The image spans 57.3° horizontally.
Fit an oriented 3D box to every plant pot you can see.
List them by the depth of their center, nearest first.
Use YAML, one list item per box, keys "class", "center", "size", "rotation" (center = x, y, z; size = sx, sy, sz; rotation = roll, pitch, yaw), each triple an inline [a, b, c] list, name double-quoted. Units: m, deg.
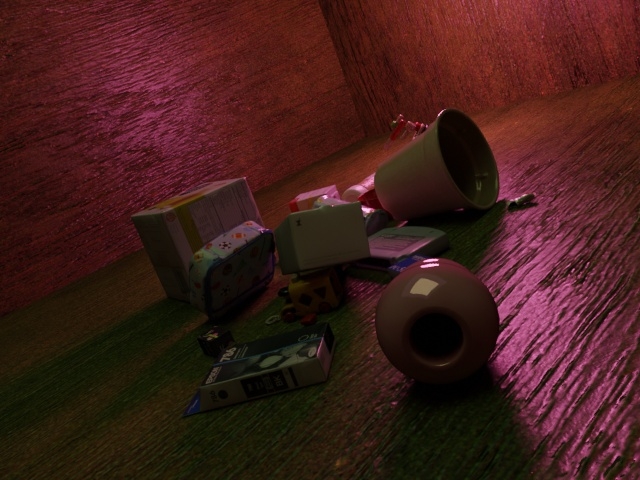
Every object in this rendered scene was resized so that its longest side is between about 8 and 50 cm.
- class: "plant pot"
  center: [0.355, -0.208, 1.896]
  size: [0.306, 0.333, 0.334]
  rotation: [-24, 9, 42]

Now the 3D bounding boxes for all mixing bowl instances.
- class: "mixing bowl"
  center: [0.236, -0.137, 2.143]
  size: [0.182, 0.098, 0.181]
  rotation: [-19, 15, 5]

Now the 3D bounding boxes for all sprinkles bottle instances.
- class: "sprinkles bottle"
  center: [0.230, -0.214, 2.378]
  size: [0.121, 0.121, 0.355]
  rotation: [-7, 20, 42]

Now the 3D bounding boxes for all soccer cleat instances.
- class: "soccer cleat"
  center: [0.588, -0.115, 1.721]
  size: [0.083, 0.029, 0.035]
  rotation: [-18, 23, 24]

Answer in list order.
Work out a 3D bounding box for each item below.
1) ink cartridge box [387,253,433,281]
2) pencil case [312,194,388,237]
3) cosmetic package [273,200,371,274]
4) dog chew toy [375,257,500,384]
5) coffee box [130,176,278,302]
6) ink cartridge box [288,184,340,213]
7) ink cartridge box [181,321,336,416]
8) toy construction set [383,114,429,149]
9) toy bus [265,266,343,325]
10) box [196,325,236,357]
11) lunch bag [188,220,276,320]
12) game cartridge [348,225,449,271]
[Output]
- class: "ink cartridge box"
  center: [0.255, 0.084, 1.423]
  size: [0.097, 0.046, 0.207]
  rotation: [-24, 14, -16]
- class: "pencil case"
  center: [0.094, -0.074, 1.953]
  size: [0.124, 0.113, 0.273]
  rotation: [4, 12, -43]
- class: "cosmetic package"
  center: [-0.008, 0.002, 1.632]
  size: [0.197, 0.155, 0.365]
  rotation: [-10, -2, -10]
- class: "dog chew toy"
  center: [0.210, 0.123, 1.068]
  size: [0.207, 0.206, 0.332]
  rotation: [-18, 7, 13]
- class: "coffee box"
  center: [-0.414, -0.007, 2.092]
  size: [0.334, 0.338, 0.338]
  rotation: [-30, 17, -31]
- class: "ink cartridge box"
  center: [-0.013, -0.137, 2.423]
  size: [0.176, 0.127, 0.128]
  rotation: [-14, 16, 27]
- class: "ink cartridge box"
  center: [-0.137, 0.273, 1.256]
  size: [0.333, 0.065, 0.165]
  rotation: [-18, 15, 13]
- class: "toy construction set"
  center: [0.387, -0.374, 2.511]
  size: [0.237, 0.309, 0.257]
  rotation: [-56, 38, 24]
- class: "toy bus"
  center: [-0.043, 0.136, 1.530]
  size: [0.202, 0.104, 0.191]
  rotation: [-29, 16, -29]
- class: "box"
  center: [-0.266, 0.259, 1.501]
  size: [0.062, 0.052, 0.083]
  rotation: [-31, 17, -33]
- class: "lunch bag"
  center: [-0.255, 0.091, 1.768]
  size: [0.115, 0.243, 0.303]
  rotation: [26, 39, 30]
- class: "game cartridge"
  center: [0.222, 0.021, 1.688]
  size: [0.198, 0.062, 0.297]
  rotation: [-23, 14, -25]
